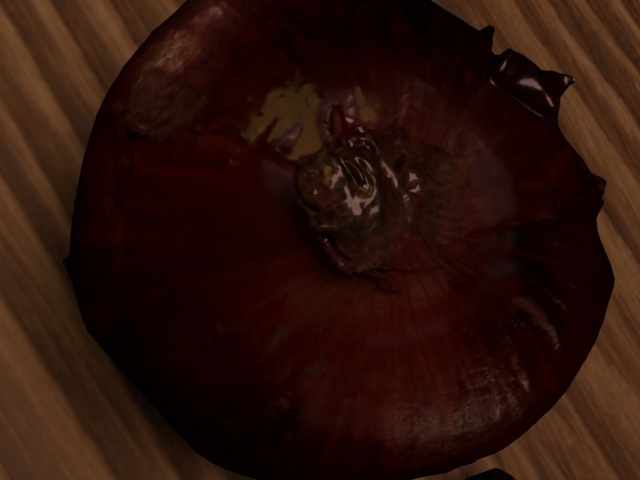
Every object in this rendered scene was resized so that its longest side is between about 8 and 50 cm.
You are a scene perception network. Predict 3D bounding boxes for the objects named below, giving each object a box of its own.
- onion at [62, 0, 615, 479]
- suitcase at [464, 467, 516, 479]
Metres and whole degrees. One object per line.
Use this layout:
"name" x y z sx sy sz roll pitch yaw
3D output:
"onion" -0.003 -0.004 0.626 0.341 0.341 0.341 9 71 -26
"suitcase" 0.143 0.308 0.658 0.206 0.066 0.285 53 24 -5
